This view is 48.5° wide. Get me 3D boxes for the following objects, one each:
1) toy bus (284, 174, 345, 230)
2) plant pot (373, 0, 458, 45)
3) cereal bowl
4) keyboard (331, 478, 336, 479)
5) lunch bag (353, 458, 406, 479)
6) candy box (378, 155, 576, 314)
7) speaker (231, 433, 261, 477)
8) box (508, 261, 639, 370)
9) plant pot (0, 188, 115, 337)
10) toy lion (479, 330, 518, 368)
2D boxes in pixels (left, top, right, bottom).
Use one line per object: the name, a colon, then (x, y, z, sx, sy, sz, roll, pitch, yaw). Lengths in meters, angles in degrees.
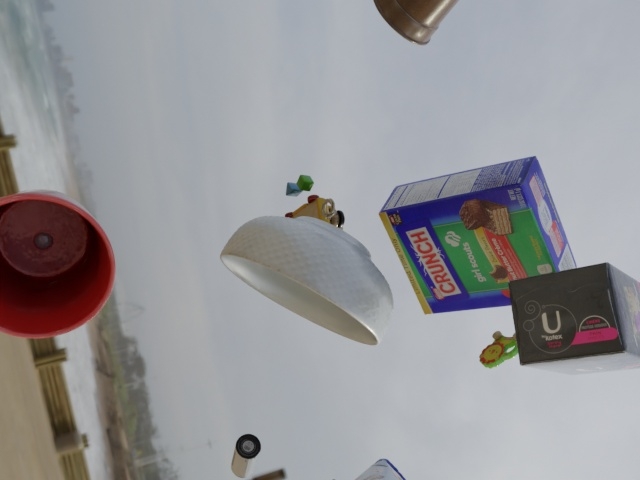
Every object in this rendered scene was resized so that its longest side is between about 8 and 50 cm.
toy bus: (-0.002, -0.032, 1.571, 0.202, 0.104, 0.191, 42, -58, 49)
plant pot: (0.225, -0.532, 1.501, 0.165, 0.167, 0.167, -41, -121, 38)
cereal bowl: (-0.009, 0.054, 1.313, 0.141, 0.339, 0.339, -62, -170, -15)
keyboard: (0.103, 0.500, 1.182, 0.256, 0.014, 0.072, 29, -81, 33)
lunch bag: (0.044, 0.672, 1.483, 0.239, 0.385, 0.328, 46, 5, 11)
candy box: (0.314, 0.000, 1.437, 0.317, 0.122, 0.268, -10, -63, 38)
speaker: (-0.161, 0.466, 1.534, 0.136, 0.055, 0.055, 107, -34, -54)
box: (0.446, 0.140, 1.182, 0.165, 0.270, 0.143, -16, -111, 34)
plant pot: (-0.535, 0.020, 1.354, 0.243, 0.274, 0.275, -141, -139, -67)
toy lion: (0.413, 0.252, 1.626, 0.034, 0.096, 0.100, 49, -29, -19)
